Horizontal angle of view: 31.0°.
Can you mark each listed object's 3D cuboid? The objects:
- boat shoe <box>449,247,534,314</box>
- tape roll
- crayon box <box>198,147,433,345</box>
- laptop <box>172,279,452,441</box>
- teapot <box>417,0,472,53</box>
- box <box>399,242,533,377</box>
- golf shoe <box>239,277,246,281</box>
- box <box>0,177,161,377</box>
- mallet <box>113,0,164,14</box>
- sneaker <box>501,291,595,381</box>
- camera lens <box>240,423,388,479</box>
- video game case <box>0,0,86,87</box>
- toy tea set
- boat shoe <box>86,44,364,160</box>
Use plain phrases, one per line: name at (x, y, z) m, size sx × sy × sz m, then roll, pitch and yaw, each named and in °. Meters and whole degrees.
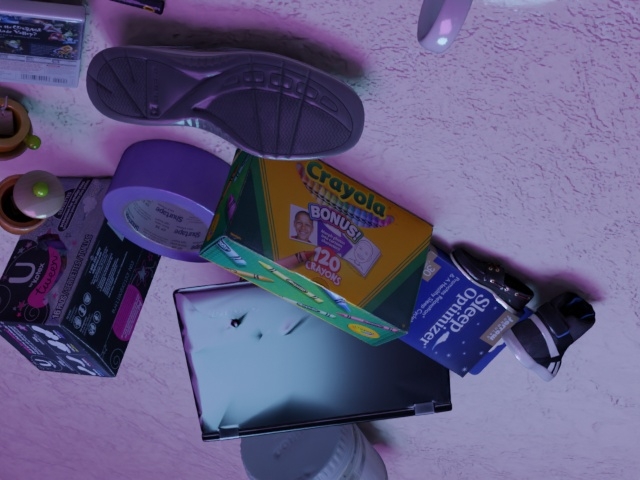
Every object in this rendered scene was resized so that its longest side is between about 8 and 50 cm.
boat shoe at (0.233, 0.048, 1.574) m, size 0.133 × 0.049 × 0.042 m, roll 36°, pitch 114°, yaw -15°
tape roll at (-0.197, -0.051, 1.588) m, size 0.189 × 0.080 × 0.189 m, roll 14°, pitch 151°, yaw 8°
crayon box at (0.000, 0.000, 1.484) m, size 0.278 × 0.165 × 0.081 m, roll 28°, pitch 149°, yaw -21°
laptop at (-0.003, 0.170, 1.797) m, size 0.382 × 0.236 × 0.408 m, roll -7°, pitch 177°, yaw 0°
teapot at (0.153, -0.281, 0.898) m, size 0.253 × 0.187 × 0.256 m, roll -2°, pitch 147°, yaw 31°
box at (0.189, 0.107, 1.629) m, size 0.225 × 0.036 × 0.136 m, roll 32°, pitch 110°, yaw -27°
golf shoe at (-0.059, 0.074, 1.718) m, size 0.077 × 0.093 × 0.198 m, roll 31°, pitch 147°, yaw -21°
box at (-0.350, 0.050, 1.669) m, size 0.142 × 0.247 × 0.163 m, roll 1°, pitch 147°, yaw 25°
mallet at (-0.266, -0.285, 1.269) m, size 0.190 × 0.039 × 0.062 m, roll 11°, pitch 156°, yaw 2°
sneaker at (0.339, 0.133, 1.628) m, size 0.121 × 0.079 × 0.217 m, roll -37°, pitch 161°, yaw 11°
camera lens at (-0.008, 0.427, 2.168) m, size 0.219 × 0.219 × 0.274 m, roll 2°, pitch 147°, yaw 26°
video game case at (-0.376, -0.234, 1.354) m, size 0.191 × 0.022 × 0.173 m, roll 4°, pitch 160°, yaw -13°
toy tea set at (-0.472, -0.139, 1.460) m, size 0.336 × 0.200 × 0.124 m, roll 24°, pitch 158°, yaw -12°
boat shoe at (-0.103, -0.169, 1.326) m, size 0.321 × 0.103 × 0.118 m, roll 8°, pitch 111°, yaw 9°
